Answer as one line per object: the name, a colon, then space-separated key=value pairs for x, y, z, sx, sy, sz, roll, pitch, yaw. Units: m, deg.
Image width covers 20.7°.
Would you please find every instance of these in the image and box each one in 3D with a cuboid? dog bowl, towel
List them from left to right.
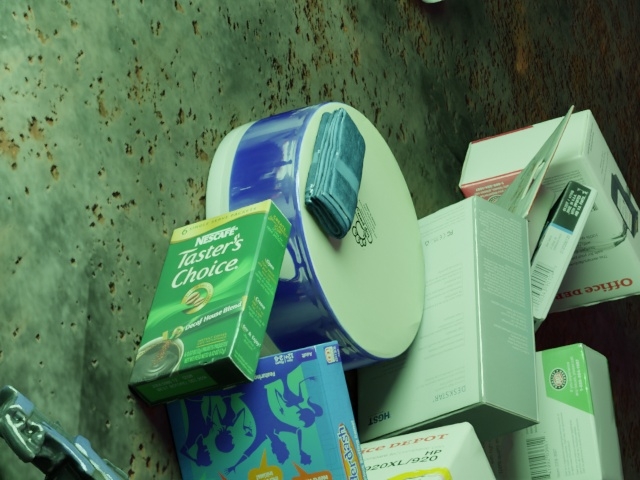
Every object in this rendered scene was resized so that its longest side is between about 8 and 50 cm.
dog bowl: x=0.000 y=0.000 z=1.737 sx=0.265 sy=0.104 sz=0.265 roll=37 pitch=46 yaw=-50
towel: x=0.017 y=-0.064 z=1.652 sx=0.067 sy=0.029 sz=0.119 roll=53 pitch=35 yaw=-39

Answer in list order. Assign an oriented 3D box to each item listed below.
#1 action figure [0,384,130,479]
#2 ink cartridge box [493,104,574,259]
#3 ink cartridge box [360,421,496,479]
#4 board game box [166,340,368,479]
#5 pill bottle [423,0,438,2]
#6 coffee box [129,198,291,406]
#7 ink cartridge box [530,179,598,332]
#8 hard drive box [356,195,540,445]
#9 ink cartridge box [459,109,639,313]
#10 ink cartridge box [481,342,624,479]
action figure: x=-0.166 y=0.285 z=1.292 sx=0.341 sy=0.178 sz=0.330 roll=44 pitch=25 yaw=-2
ink cartridge box: x=0.224 y=-0.002 z=2.033 sx=0.060 sy=0.239 sz=0.275 roll=35 pitch=36 yaw=-3
ink cartridge box: x=0.064 y=0.306 z=1.637 sx=0.168 sy=0.171 sz=0.233 roll=68 pitch=27 yaw=-15
board game box: x=-0.040 y=0.204 z=1.502 sx=0.047 sy=0.160 sz=0.210 roll=-8 pitch=84 yaw=-62
pill bottle: x=0.115 y=-0.366 z=2.152 sx=0.152 sy=0.086 sz=0.086 roll=51 pitch=36 yaw=-39
coffee box: x=-0.095 y=0.053 z=1.525 sx=0.040 sy=0.113 sz=0.184 roll=51 pitch=37 yaw=-35
ink cartridge box: x=0.255 y=0.059 z=2.127 sx=0.208 sy=0.045 sz=0.206 roll=111 pitch=6 yaw=-57
hard drive box: x=0.128 y=0.096 z=1.834 sx=0.089 sy=0.181 sz=0.232 roll=23 pitch=56 yaw=-38
ink cartridge box: x=0.309 y=-0.031 z=2.264 sx=0.237 sy=0.172 sz=0.100 roll=58 pitch=32 yaw=-32
ink cartridge box: x=0.211 y=0.212 z=1.919 sx=0.093 sy=0.212 sz=0.154 roll=27 pitch=53 yaw=-60
